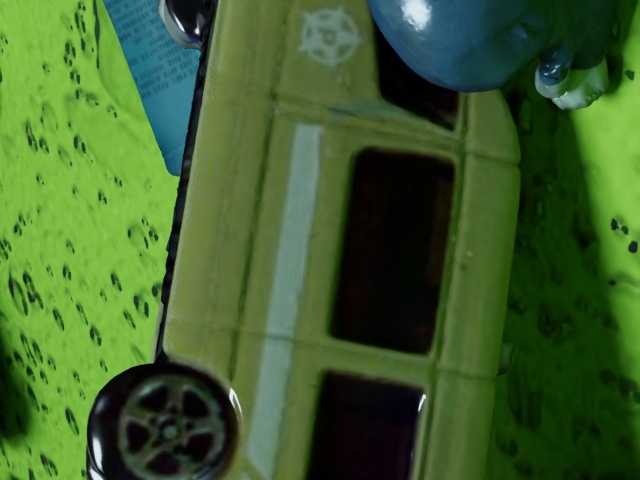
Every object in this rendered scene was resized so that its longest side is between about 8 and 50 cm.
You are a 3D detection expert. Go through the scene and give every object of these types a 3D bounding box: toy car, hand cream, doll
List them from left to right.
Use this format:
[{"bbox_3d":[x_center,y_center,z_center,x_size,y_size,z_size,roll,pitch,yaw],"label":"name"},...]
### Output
[{"bbox_3d":[-0.081,-0.136,0.734,0.083,0.048,0.224,-15,97,58],"label":"hand cream"},{"bbox_3d":[0.000,0.000,0.567,0.101,0.124,0.256,125,155,-74],"label":"toy car"},{"bbox_3d":[0.047,-0.076,0.521,0.050,0.083,0.076,-49,60,47],"label":"doll"}]
